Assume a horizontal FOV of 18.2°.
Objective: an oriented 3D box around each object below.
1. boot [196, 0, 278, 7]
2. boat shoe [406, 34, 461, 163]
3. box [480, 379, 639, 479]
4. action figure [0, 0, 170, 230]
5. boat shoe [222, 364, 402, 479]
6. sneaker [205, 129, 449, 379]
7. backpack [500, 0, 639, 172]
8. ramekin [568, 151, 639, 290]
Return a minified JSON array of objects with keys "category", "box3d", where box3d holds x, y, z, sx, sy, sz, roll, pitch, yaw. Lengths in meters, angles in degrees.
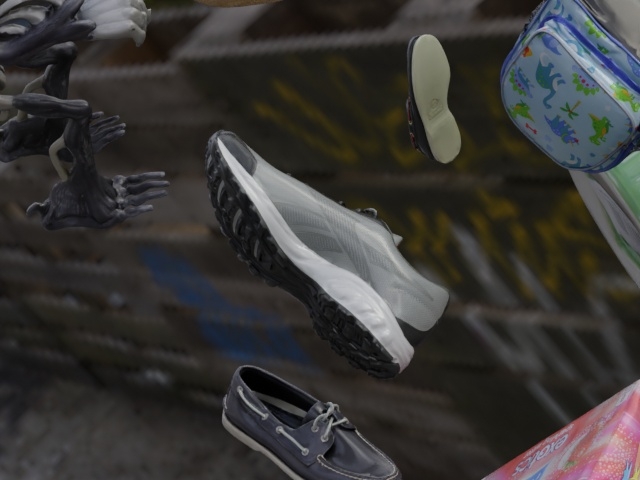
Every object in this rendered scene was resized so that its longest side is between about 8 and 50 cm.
[{"category":"boot","box3d":[-0.011,-0.338,1.983,0.295,0.104,0.211,-24,26,2]},{"category":"boat shoe","box3d":[0.100,-0.137,1.913,0.049,0.133,0.042,-32,34,-29]},{"category":"box","box3d":[0.231,0.268,1.785,0.154,0.142,0.300,-54,6,-34]},{"category":"action figure","box3d":[-0.183,-0.138,1.218,0.141,0.275,0.164,-28,46,-3]},{"category":"boat shoe","box3d":[-0.009,0.182,1.888,0.206,0.065,0.075,26,35,30]},{"category":"sneaker","box3d":[0.000,0.000,1.775,0.108,0.271,0.100,-41,-11,-23]},{"category":"backpack","box3d":[0.156,-0.093,1.165,0.084,0.105,0.114,-41,-8,-29]},{"category":"ramekin","box3d":[0.365,-0.037,1.977,0.148,0.303,0.303,-32,22,-1]}]
